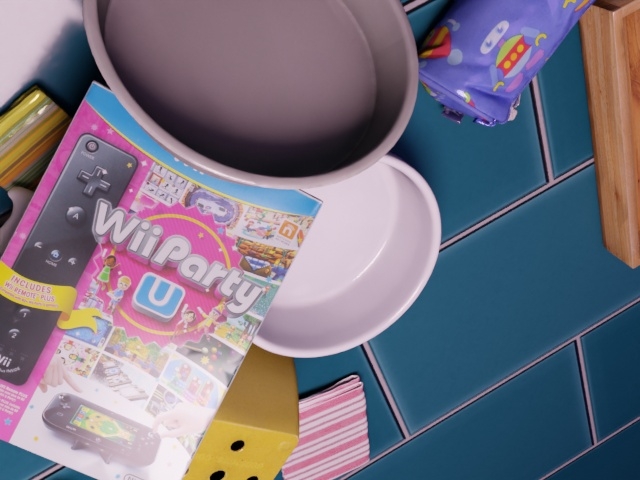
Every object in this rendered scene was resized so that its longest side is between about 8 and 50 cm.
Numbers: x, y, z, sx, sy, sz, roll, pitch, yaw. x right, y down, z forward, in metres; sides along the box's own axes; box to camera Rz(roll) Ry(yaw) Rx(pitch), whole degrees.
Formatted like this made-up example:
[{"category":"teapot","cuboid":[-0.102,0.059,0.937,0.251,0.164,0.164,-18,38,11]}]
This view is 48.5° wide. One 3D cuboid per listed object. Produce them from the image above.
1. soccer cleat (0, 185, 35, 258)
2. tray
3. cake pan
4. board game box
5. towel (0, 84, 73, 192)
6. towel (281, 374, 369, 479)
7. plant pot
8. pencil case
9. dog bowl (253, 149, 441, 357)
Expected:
[{"category":"soccer cleat","cuboid":[-0.313,0.030,0.723,0.076,0.068,0.196,36,115,-2]},{"category":"tray","cuboid":[0.469,-0.172,0.960,0.203,0.076,0.411,-29,127,-6]},{"category":"cake pan","cuboid":[-0.055,-0.171,0.614,0.293,0.293,0.054,-2,162,-24]},{"category":"board game box","cuboid":[-0.169,0.047,0.640,0.224,0.097,0.303,27,89,-12]},{"category":"towel","cuboid":[-0.238,-0.047,0.735,0.102,0.021,0.237,-37,129,7]},{"category":"towel","cuboid":[0.002,0.293,1.056,0.144,0.029,0.197,-18,128,-15]},{"category":"plant pot","cuboid":[-0.143,0.207,0.830,0.212,0.187,0.212,22,108,-34]},{"category":"pencil case","cuboid":[0.228,-0.259,0.759,0.133,0.119,0.306,35,102,-12]},{"category":"dog bowl","cuboid":[0.000,0.000,0.822,0.265,0.104,0.264,-12,124,-19]}]
